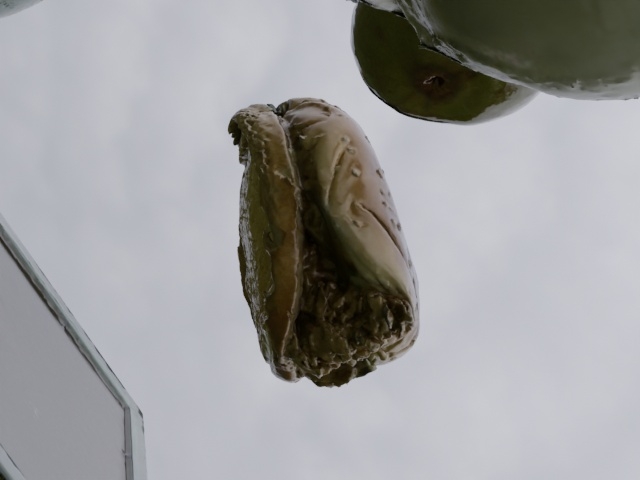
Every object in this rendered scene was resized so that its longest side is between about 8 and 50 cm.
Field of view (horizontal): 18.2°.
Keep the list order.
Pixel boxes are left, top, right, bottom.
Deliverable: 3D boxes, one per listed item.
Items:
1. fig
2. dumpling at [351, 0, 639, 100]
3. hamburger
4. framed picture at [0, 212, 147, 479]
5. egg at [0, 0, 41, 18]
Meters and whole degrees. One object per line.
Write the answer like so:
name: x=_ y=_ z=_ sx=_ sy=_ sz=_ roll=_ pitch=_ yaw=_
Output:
fig: x=0.105 y=-0.167 z=1.344 sx=0.142 sy=0.148 sz=0.186 roll=-37 pitch=-147 yaw=63
dumpling: x=0.110 y=-0.143 z=0.786 sx=0.172 sy=0.247 sz=0.142 roll=49 pitch=38 yaw=-54
hamburger: x=0.000 y=0.000 z=1.696 sx=0.286 sy=0.146 sz=0.243 roll=-110 pitch=-173 yaw=-62
framed picture: x=-0.156 y=0.024 z=0.856 sx=0.296 sy=0.019 sz=0.232 roll=58 pitch=6 yaw=-22
egg: x=-0.182 y=-0.225 z=1.137 sx=0.169 sy=0.236 sz=0.169 roll=36 pitch=-17 yaw=13
